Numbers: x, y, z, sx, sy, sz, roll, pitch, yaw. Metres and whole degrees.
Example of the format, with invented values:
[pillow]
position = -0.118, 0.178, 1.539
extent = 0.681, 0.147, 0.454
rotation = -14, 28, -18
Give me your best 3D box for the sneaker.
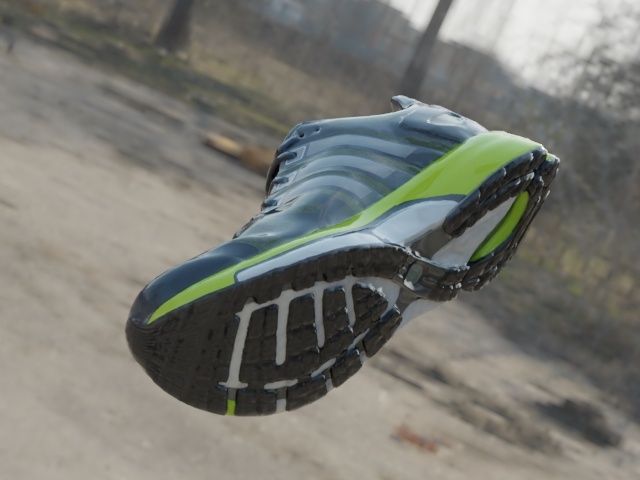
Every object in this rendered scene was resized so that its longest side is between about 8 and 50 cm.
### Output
[sneaker]
position = 0.000, 0.000, 0.933
extent = 0.121, 0.111, 0.300
rotation = 33, 39, 31
